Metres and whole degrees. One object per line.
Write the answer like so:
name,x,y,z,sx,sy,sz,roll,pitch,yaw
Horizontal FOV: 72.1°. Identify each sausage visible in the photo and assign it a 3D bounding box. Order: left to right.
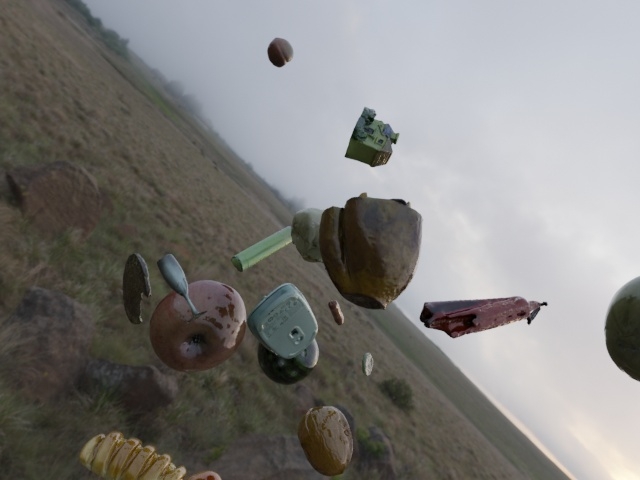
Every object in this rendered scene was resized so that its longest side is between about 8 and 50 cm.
sausage,0.060,0.272,1.672,0.043,0.043,0.186,44,-14,31

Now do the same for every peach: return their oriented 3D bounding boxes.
peach,-0.122,-0.564,1.320,0.083,0.083,0.083,44,0,0

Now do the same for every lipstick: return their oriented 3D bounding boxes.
lipstick,-0.229,0.034,1.814,0.076,0.304,0.076,27,-47,34

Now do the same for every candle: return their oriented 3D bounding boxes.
candle,0.339,0.145,0.892,0.059,0.301,0.084,112,-33,-50

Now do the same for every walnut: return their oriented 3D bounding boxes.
walnut,0.004,0.587,1.313,0.087,0.167,0.211,48,6,-49

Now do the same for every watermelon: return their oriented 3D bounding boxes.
watermelon,-0.131,0.448,1.784,0.269,0.269,0.269,44,0,0

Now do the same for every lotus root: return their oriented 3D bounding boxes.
lotus root,0.081,0.032,0.827,0.199,0.180,0.188,12,-21,7

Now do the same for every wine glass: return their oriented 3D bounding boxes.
wine glass,-0.401,0.135,1.257,0.198,0.066,0.066,57,2,9

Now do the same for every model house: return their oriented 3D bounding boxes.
model house,0.232,-0.436,1.857,0.189,0.214,0.195,26,-28,1

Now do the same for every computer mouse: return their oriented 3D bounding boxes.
computer mouse,-0.102,0.207,1.157,0.097,0.159,0.288,40,-14,39

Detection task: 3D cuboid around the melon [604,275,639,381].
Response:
melon,0.977,0.264,1.272,0.268,0.330,0.268,14,-10,3

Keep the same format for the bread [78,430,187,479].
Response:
bread,-0.532,0.660,1.292,0.311,0.121,0.173,25,-24,-1

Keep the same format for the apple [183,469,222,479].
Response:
apple,-0.405,0.866,1.467,0.199,0.199,0.199,44,0,0

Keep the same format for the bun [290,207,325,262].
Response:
bun,0.000,0.000,1.352,0.231,0.133,0.231,21,-23,9

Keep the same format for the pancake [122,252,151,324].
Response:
pancake,-0.729,0.193,1.741,0.033,0.288,0.286,-4,6,-43

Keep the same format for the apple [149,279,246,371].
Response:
apple,-0.430,0.311,1.563,0.345,0.345,0.269,44,13,-35

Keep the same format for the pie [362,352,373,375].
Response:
pie,0.168,0.440,1.568,0.017,0.085,0.085,-1,-25,28

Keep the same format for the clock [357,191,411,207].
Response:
clock,0.215,0.011,1.592,0.244,0.317,0.200,9,-34,-15
